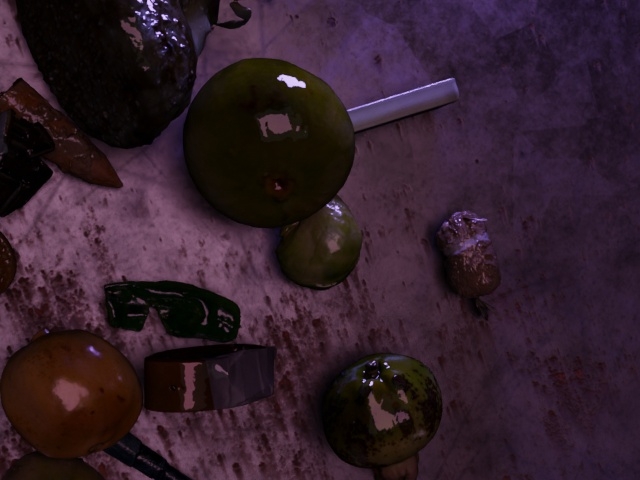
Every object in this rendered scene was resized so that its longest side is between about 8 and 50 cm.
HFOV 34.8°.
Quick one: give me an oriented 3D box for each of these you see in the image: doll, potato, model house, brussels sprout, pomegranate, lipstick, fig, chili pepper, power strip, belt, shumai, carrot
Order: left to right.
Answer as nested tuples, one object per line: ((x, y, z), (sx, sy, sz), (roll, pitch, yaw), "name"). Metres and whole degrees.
((-0.507, -0.121, 1.703), (0.165, 0.106, 0.152), (-44, 145, 15), "model house")
((-0.452, 0.456, 1.734), (0.202, 0.117, 0.182), (33, 76, -12), "potato")
((-0.452, -0.172, 1.779), (0.263, 0.102, 0.102), (39, 78, -18), "carrot")
((-0.415, 0.255, 1.697), (0.233, 0.233, 0.233), (1, 87, -16), "pomegranate")
((-0.299, -0.380, 1.736), (0.348, 0.395, 0.395), (-35, 98, -36), "shumai")
((-0.289, 0.409, 1.820), (0.234, 0.053, 0.053), (39, 78, -16), "lipstick")
((-0.261, 0.122, 1.819), (0.253, 0.083, 0.099), (9, 83, -11), "chili pepper")
((-0.187, 0.234, 1.762), (0.261, 0.184, 0.105), (2, 87, -47), "belt")
((-0.098, -0.188, 1.778), (0.316, 0.316, 0.316), (1, 87, -16), "fig")
((0.007, 0.004, 1.877), (0.145, 0.131, 0.183), (24, 81, 20), "brussels sprout")
((0.121, 0.344, 1.852), (0.221, 0.204, 0.277), (-13, 89, 2), "pomegranate")
((0.133, -0.245, 1.928), (0.270, 0.118, 0.046), (-19, 94, -16), "power strip")
((0.289, 0.052, 1.973), (0.105, 0.115, 0.221), (-15, 99, -26), "doll")

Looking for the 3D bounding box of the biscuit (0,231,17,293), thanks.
((-0.714, -0.019, 1.689), (0.432, 0.064, 0.283), (22, 99, -14), "biscuit")
